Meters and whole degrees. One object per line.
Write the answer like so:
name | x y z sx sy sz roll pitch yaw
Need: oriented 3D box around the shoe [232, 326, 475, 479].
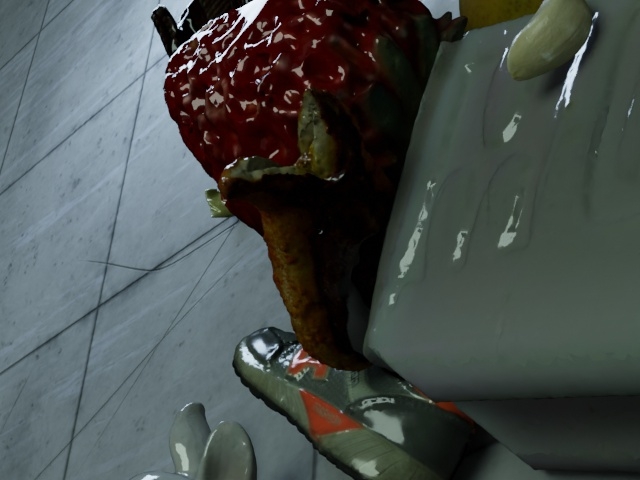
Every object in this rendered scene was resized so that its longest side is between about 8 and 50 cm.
shoe | 0.041 0.118 1.163 0.171 0.132 0.336 -54 33 -3

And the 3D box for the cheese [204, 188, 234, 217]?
cheese | -0.114 -0.062 1.615 0.084 0.041 0.060 -39 40 1

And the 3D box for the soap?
soap | 0.263 -0.018 0.886 0.435 0.213 0.350 -7 56 51

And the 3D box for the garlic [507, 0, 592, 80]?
garlic | 0.171 -0.155 0.898 0.053 0.041 0.083 -26 29 57

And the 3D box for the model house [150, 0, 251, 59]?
model house | -0.061 -0.214 1.561 0.282 0.297 0.317 -40 72 42

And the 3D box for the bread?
bread | 0.007 -0.003 1.007 0.139 0.269 0.095 -45 38 -21

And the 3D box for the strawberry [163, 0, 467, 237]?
strawberry | -0.015 -0.111 1.202 0.345 0.317 0.295 5 91 40

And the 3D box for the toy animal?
toy animal | -0.179 0.325 1.258 0.325 0.154 0.208 -55 22 -12

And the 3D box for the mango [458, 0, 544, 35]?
mango | 0.252 -0.332 1.181 0.264 0.221 0.378 21 90 53
